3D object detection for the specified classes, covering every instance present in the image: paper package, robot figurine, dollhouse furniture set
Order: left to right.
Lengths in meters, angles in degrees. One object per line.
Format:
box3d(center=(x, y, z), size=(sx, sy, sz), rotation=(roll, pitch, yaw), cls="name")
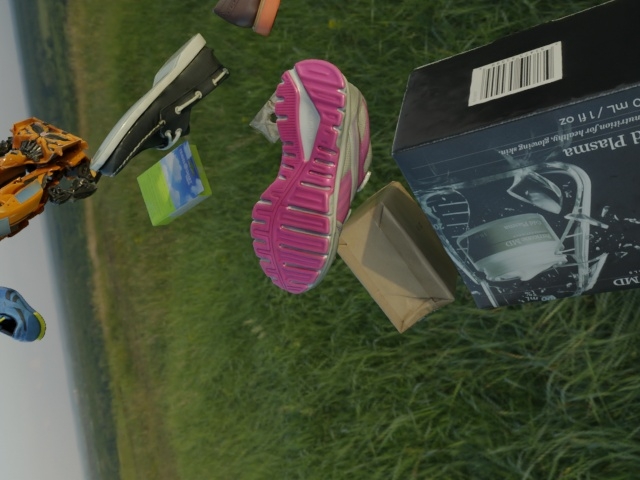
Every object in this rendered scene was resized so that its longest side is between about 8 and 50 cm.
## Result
box3d(center=(-0.479, -0.094, 0.980), size=(0.211, 0.291, 0.085), rotation=(24, 136, 15), cls="robot figurine")
box3d(center=(-0.039, -0.240, 1.366), size=(0.129, 0.184, 0.129), rotation=(-51, 11, 3), cls="dollhouse furniture set")
box3d(center=(0.206, 0.030, 1.650), size=(0.309, 0.168, 0.325), rotation=(52, -160, -3), cls="paper package")

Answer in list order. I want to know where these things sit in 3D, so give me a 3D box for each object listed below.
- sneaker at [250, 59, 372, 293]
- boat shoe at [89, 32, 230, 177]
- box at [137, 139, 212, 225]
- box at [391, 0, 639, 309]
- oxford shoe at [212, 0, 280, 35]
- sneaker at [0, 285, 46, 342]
box3d(center=(0.004, -0.062, 0.697), size=(0.103, 0.111, 0.252), rotation=(23, 109, 28), cls="sneaker")
box3d(center=(-0.234, -0.197, 0.979), size=(0.091, 0.302, 0.114), rotation=(44, 148, -24), cls="boat shoe")
box3d(center=(-0.282, -0.111, 1.249), size=(0.178, 0.042, 0.109), rotation=(-26, 81, 38), cls="box")
box3d(center=(0.464, -0.143, 1.252), size=(0.471, 0.480, 0.297), rotation=(53, -142, -35), cls="box")
box3d(center=(-0.083, -0.439, 0.906), size=(0.097, 0.099, 0.271), rotation=(-126, 51, -74), cls="oxford shoe")
box3d(center=(-0.696, 0.158, 1.408), size=(0.209, 0.082, 0.069), rotation=(28, 100, 30), cls="sneaker")
